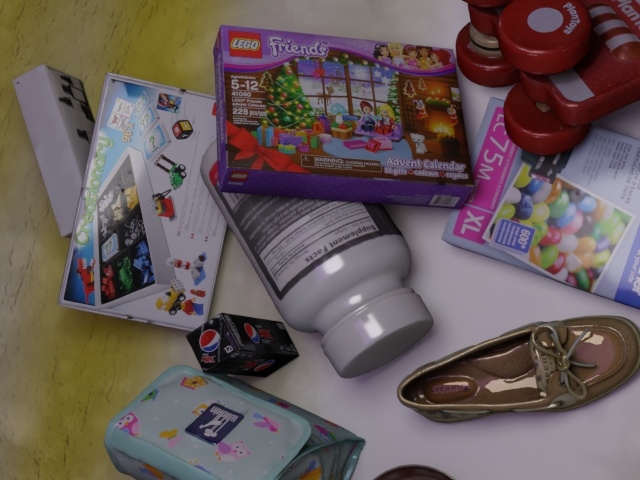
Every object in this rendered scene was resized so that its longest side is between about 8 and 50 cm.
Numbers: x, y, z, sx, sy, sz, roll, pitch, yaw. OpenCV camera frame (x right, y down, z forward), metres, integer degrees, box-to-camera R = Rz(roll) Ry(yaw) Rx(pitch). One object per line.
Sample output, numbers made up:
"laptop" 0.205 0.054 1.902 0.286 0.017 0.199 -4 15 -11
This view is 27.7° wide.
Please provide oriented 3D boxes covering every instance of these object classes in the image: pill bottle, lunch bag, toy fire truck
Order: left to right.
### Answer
"lunch bag" -0.103 0.254 1.540 0.223 0.262 0.160 22 93 25
"pill bottle" 0.000 0.000 1.572 0.176 0.176 0.318 -36 71 16
"toy fire truck" 0.294 -0.258 1.481 0.254 0.169 0.302 -23 52 -7

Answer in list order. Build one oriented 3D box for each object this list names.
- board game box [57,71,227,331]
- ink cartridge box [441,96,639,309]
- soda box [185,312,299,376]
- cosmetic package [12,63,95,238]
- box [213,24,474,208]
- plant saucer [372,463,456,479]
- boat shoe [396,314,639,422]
"board game box" -0.215 -0.047 1.686 0.193 0.053 0.305 12 88 -11
"ink cartridge box" 0.313 -0.036 1.504 0.311 0.065 0.185 20 92 23
"soda box" -0.094 0.130 1.601 0.060 0.169 0.053 -34 70 16
"cosmetic package" -0.339 -0.117 1.778 0.060 0.099 0.239 -26 75 19
"box" 0.024 -0.144 1.521 0.293 0.057 0.201 3 60 -15
"plant saucer" 0.118 0.353 1.559 0.168 0.029 0.168 -3 82 24
"boat shoe" 0.230 0.155 1.499 0.285 0.089 0.104 -20 76 20
